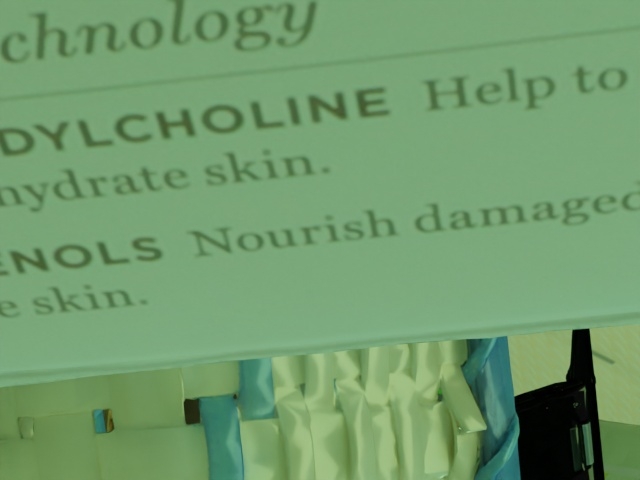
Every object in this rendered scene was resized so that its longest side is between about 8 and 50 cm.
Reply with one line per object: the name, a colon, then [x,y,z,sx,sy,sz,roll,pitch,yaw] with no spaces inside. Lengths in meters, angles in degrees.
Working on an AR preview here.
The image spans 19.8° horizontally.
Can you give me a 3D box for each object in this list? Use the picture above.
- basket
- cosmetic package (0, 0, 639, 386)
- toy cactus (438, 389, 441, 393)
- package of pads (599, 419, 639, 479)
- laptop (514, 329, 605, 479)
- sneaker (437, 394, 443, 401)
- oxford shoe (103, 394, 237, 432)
basket: [-0.016,0.034,0.689,0.289,0.201,0.254,-1,85,-51]
cosmetic package: [-0.030,-0.214,0.426,0.393,0.327,0.329,77,11,-48]
toy cactus: [0.091,0.020,1.178,0.180,0.112,0.219,112,-18,-54]
package of pads: [0.254,0.240,1.658,0.229,0.296,0.101,70,32,-63]
laptop: [0.097,0.262,1.311,0.236,0.408,0.382,24,-54,62]
sneaker: [0.041,0.180,1.372,0.182,0.127,0.315,35,51,-82]
oxford shoe: [-0.039,0.081,0.841,0.130,0.133,0.363,-69,153,-74]
